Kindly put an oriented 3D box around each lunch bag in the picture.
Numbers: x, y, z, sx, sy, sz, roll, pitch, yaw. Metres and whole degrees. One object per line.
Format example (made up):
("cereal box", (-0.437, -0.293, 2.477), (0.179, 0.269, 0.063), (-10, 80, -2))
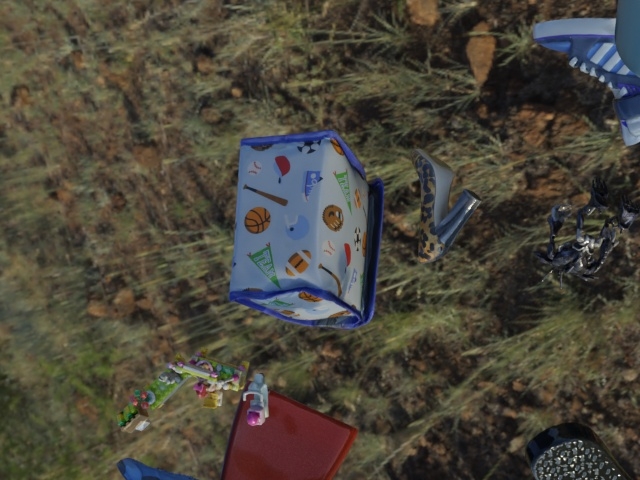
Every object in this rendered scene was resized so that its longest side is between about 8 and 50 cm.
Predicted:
("lunch bag", (0.000, 0.000, 1.390), (0.239, 0.385, 0.328), (0, 74, 19))

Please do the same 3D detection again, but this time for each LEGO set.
("LEGO set", (-0.231, 0.249, 1.132), (0.287, 0.107, 0.132), (-9, 85, 15))

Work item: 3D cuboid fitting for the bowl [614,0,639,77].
("bowl", (0.449, -0.311, 0.699), (0.311, 0.311, 0.163), (31, 164, 48))

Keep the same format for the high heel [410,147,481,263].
("high heel", (0.222, -0.081, 1.497), (0.186, 0.093, 0.261), (-57, 37, 21))

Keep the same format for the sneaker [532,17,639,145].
("sneaker", (0.557, -0.298, 1.307), (0.323, 0.130, 0.236), (9, 111, 23))

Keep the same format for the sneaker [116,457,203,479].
("sneaker", (-0.233, 0.397, 1.087), (0.209, 0.082, 0.069), (28, 151, 29))

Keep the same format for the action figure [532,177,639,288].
("action figure", (0.594, -0.010, 1.547), (0.164, 0.141, 0.275), (27, 140, 4))

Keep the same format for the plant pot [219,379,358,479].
("plant pot", (-0.089, 0.503, 1.551), (0.267, 0.235, 0.267), (22, 156, 8))

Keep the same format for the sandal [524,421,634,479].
("sandal", (0.518, 0.463, 1.280), (0.446, 0.167, 0.107), (54, -164, -28))
